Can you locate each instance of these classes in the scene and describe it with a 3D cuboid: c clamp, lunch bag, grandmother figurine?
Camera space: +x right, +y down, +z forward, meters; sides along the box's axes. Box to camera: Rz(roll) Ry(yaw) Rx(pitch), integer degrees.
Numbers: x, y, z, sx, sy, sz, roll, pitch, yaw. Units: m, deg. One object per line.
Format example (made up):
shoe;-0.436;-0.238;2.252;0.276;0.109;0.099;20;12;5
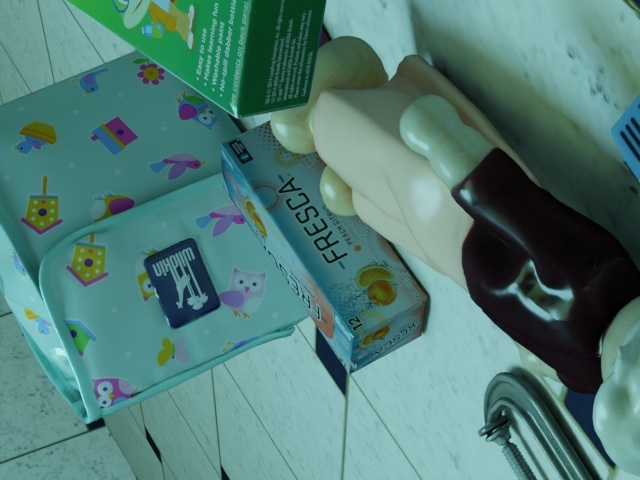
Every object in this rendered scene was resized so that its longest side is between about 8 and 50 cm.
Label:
c clamp;0.141;0.159;1.003;0.160;0.022;0.137;61;164;8
lunch bag;-0.148;-0.003;1.282;0.262;0.223;0.160;56;156;23
grandmother figurine;0.100;0.005;0.784;0.208;0.104;0.342;41;180;-43

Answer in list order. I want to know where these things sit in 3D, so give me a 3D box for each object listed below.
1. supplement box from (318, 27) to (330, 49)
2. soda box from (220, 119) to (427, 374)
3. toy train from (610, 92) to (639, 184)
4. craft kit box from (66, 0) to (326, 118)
supplement box;-0.019;-0.116;1.038;0.083;0.043;0.055;61;164;5
soda box;0.000;0.000;1.120;0.183;0.063;0.058;55;162;26
toy train;0.175;-0.007;0.498;0.105;0.080;0.184;-57;50;38
craft kit box;-0.082;-0.227;0.830;0.246;0.061;0.250;37;129;40
